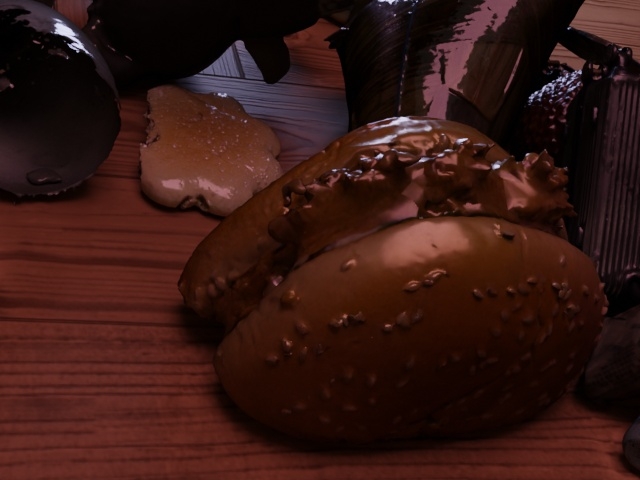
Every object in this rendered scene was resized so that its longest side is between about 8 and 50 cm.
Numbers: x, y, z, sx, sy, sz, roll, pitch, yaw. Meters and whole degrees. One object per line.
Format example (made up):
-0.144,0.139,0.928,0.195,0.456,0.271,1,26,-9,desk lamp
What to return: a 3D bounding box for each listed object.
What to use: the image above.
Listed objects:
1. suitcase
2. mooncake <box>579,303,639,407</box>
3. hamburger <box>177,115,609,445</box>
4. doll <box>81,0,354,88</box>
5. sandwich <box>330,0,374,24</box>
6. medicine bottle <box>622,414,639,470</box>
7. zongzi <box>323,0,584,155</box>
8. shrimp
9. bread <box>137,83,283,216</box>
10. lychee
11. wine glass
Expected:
0.388,-0.060,1.384,0.202,0.128,0.312,11,78,-10,suitcase
0.346,0.124,1.265,0.073,0.125,0.130,52,37,-12,mooncake
0.105,0.025,1.151,0.445,0.287,0.268,-2,43,-22,hamburger
-0.156,-0.357,1.471,0.382,0.378,0.252,-15,68,-13,doll
0.038,-0.477,1.871,0.198,0.155,0.227,32,38,18,sandwich
0.398,0.189,1.246,0.090,0.053,0.208,33,37,22,medicine bottle
0.226,-0.211,1.424,0.208,0.432,0.403,50,24,-35,zongzi
0.364,-0.235,1.651,0.365,0.233,0.071,38,72,23,shrimp
-0.132,-0.116,1.433,0.182,0.039,0.251,9,37,-11,bread
0.342,-0.130,1.540,0.194,0.194,0.194,11,37,-9,lychee
-0.352,-0.209,1.345,0.190,0.190,0.357,-2,37,-25,wine glass
